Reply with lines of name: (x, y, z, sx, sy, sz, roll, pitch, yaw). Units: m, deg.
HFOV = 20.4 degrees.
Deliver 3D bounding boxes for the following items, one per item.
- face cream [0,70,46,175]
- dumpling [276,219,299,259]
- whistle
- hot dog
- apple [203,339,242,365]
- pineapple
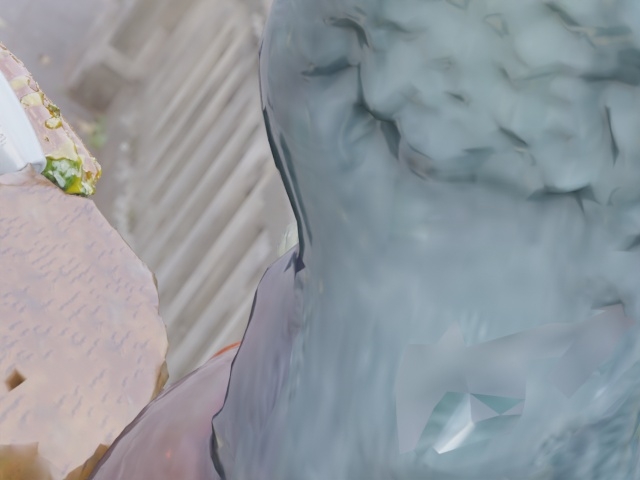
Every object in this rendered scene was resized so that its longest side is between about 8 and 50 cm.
face cream: (-0.311, -0.127, 1.580, 0.182, 0.072, 0.051, 53, -2, 12)
dumpling: (-0.001, -0.001, 1.179, 0.043, 0.059, 0.077, 26, -1, -11)
whistle: (0.032, 0.050, 0.429, 0.189, 0.347, 0.189, 6, 39, -5)
hot dog: (-0.321, -0.141, 1.848, 0.269, 0.072, 0.115, 49, -8, 13)
apple: (-0.061, 0.181, 1.919, 0.163, 0.163, 0.139, 52, -11, 48)
pineapple: (-0.252, 0.104, 1.057, 0.223, 0.357, 0.223, 17, 59, -31)
